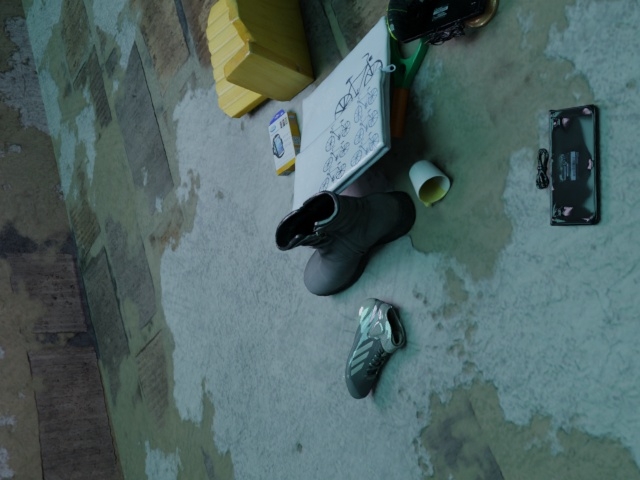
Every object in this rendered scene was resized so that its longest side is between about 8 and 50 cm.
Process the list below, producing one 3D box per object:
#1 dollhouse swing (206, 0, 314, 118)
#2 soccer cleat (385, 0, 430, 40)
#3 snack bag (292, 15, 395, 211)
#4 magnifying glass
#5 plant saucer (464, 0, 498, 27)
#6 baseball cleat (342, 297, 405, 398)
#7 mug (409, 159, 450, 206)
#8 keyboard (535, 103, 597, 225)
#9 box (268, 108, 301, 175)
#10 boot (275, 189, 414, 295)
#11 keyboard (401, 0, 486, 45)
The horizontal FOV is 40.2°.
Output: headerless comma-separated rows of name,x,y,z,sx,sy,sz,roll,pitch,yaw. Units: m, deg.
dollhouse swing,-0.211,-0.471,1.921,0.305,0.315,0.346,-19,75,31
soccer cleat,0.166,-0.425,1.530,0.072,0.060,0.178,-10,47,46
snack bag,0.037,-0.231,1.675,0.323,0.037,0.342,-40,38,48
magnifying glass,0.156,-0.308,1.632,0.092,0.026,0.230,20,104,51
plant saucer,0.267,-0.404,1.486,0.083,0.013,0.083,-1,89,54
baseball cleat,0.102,0.216,1.668,0.109,0.072,0.205,17,108,45
mug,0.185,-0.105,1.563,0.078,0.062,0.064,-57,40,28
keyboard,0.376,-0.112,1.337,0.108,0.023,0.180,-1,89,47
box,-0.077,-0.220,1.943,0.081,0.028,0.136,-30,64,50
boot,0.000,0.000,1.675,0.338,0.223,0.118,-49,54,42
keyboard,0.218,-0.380,1.522,0.192,0.038,0.100,-9,62,52
